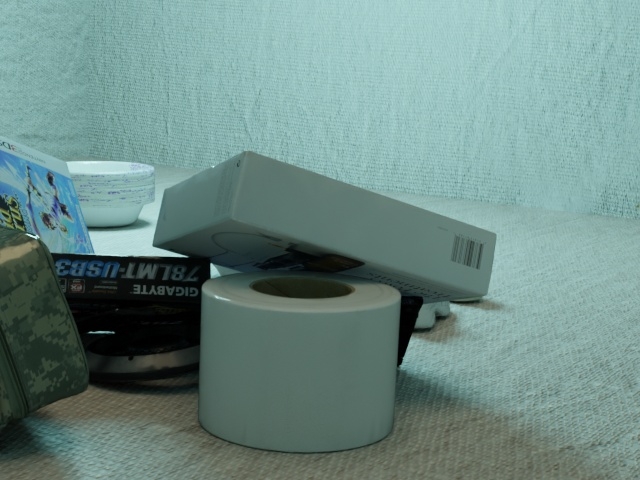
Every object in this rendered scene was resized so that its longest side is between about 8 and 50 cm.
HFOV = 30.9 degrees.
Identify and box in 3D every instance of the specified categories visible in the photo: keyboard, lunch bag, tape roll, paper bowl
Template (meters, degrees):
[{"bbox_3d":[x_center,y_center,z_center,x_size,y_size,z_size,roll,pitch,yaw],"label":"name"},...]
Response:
[{"bbox_3d":[-0.292,0.121,1.592,0.100,0.038,0.192,-1,-8,-41],"label":"keyboard"},{"bbox_3d":[-0.447,0.116,1.315,0.256,0.212,0.305,-24,20,-32],"label":"lunch bag"},{"bbox_3d":[-0.026,0.139,1.412,0.246,0.169,0.246,3,10,-1],"label":"tape roll"},{"bbox_3d":[-0.560,-0.117,2.913,0.284,0.148,0.284,3,10,0],"label":"paper bowl"}]

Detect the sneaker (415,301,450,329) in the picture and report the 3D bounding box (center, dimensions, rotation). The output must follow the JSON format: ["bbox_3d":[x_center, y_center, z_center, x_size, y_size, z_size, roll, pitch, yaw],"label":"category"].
[{"bbox_3d":[0.179,0.079,2.001,0.090,0.115,0.232,4,9,11],"label":"sneaker"}]

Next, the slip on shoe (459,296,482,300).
[{"bbox_3d":[0.197,0.044,2.279,0.123,0.101,0.331,-6,11,-34],"label":"slip on shoe"}]

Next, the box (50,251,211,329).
[{"bbox_3d":[-0.315,0.082,1.686,0.295,0.073,0.293,2,-15,-10],"label":"box"}]

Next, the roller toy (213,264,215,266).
[{"bbox_3d":[-0.130,-0.023,2.302,0.209,0.191,0.146,24,19,31],"label":"roller toy"}]

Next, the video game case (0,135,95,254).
[{"bbox_3d":[-0.478,-0.041,1.872,0.061,0.269,0.244,-33,-27,20],"label":"video game case"}]

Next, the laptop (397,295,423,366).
[{"bbox_3d":[0.002,0.111,1.675,0.234,0.264,0.136,0,51,-9],"label":"laptop"}]

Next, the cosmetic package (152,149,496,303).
[{"bbox_3d":[0.000,0.000,1.561,0.377,0.097,0.284,17,-13,-24],"label":"cosmetic package"}]

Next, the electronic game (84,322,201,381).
[{"bbox_3d":[-0.226,0.158,1.608,0.229,0.048,0.229,-6,9,1],"label":"electronic game"}]

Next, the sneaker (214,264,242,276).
[{"bbox_3d":[-0.073,0.049,2.103,0.147,0.104,0.296,-3,26,-47],"label":"sneaker"}]
